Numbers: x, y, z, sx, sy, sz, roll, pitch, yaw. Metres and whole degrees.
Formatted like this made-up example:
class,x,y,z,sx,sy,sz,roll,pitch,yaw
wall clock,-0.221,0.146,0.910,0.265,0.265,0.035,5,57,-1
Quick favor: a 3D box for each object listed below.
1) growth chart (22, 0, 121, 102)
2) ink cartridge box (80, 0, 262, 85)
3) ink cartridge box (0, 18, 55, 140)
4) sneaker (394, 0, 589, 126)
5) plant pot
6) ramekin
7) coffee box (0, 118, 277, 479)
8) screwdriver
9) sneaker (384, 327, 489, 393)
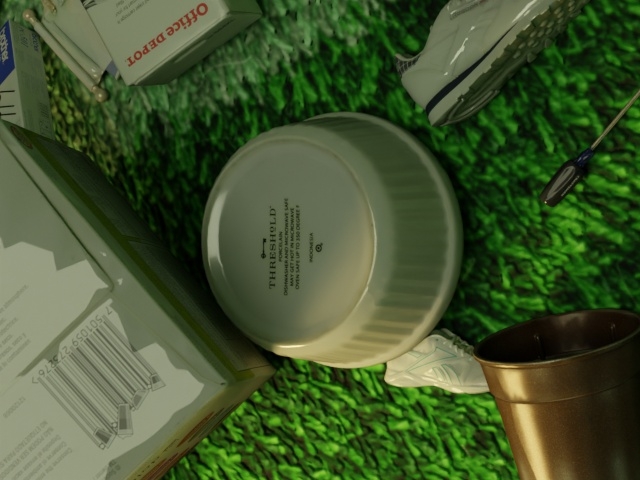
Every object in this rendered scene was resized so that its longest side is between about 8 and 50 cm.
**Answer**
class,x,y,z,sx,sy,sz,roll,pitch,yaw
growth chart,-0.219,-0.268,1.781,0.237,0.021,0.172,-43,78,25
ink cartridge box,-0.179,-0.285,1.699,0.148,0.086,0.203,-32,82,25
ink cartridge box,-0.350,-0.146,1.790,0.097,0.046,0.207,-44,40,26
sneaker,0.169,-0.214,1.555,0.235,0.090,0.095,-41,69,24
plant pot,0.245,0.168,1.531,0.167,0.167,0.165,-9,101,28
ramekin,0.000,0.000,1.626,0.272,0.127,0.273,1,91,32
coffee box,-0.294,0.127,1.633,0.337,0.334,0.338,-42,84,3
screwdriver,0.275,-0.097,1.553,0.025,0.024,0.170,38,109,-14
sneaker,0.134,0.123,1.635,0.152,0.053,0.061,4,96,28
